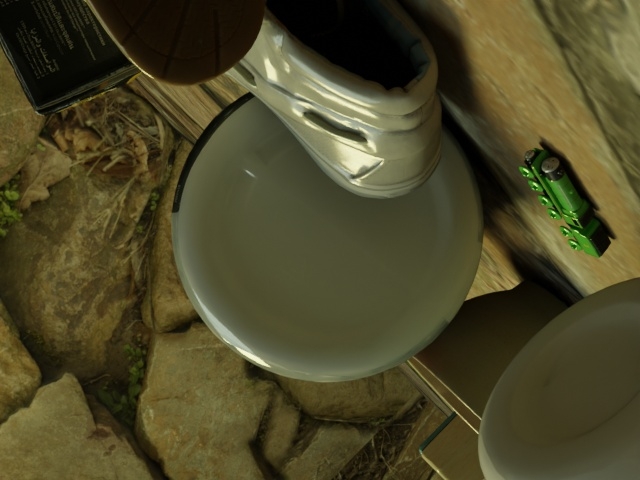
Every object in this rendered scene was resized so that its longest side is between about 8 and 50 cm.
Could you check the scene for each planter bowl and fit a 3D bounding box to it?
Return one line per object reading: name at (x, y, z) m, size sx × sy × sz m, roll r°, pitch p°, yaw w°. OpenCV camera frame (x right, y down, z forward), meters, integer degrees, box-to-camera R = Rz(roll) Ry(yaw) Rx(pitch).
planter bowl at (0.153, 0.099, 0.951) m, size 0.162 × 0.109 × 0.162 m, roll 45°, pitch 177°, yaw 3°

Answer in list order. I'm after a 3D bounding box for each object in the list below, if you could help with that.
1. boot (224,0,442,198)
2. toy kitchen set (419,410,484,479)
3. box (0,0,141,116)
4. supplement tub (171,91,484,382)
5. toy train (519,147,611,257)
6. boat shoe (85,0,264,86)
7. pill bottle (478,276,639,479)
boot at (-0.029, -0.139, 0.692) m, size 0.258 × 0.095 × 0.123 m, roll 41°, pitch 162°, yaw 17°
toy kitchen set at (0.174, 0.209, 1.307) m, size 0.207 × 0.122 × 0.166 m, roll 48°, pitch 175°, yaw -33°
box at (-0.209, -0.234, 0.775) m, size 0.322 × 0.079 × 0.257 m, roll 66°, pitch 170°, yaw -9°
supplement tub at (0.000, 0.000, 0.900) m, size 0.193 × 0.193 × 0.316 m, roll 45°, pitch 177°, yaw 2°
toy train at (0.130, -0.019, 0.663) m, size 0.024 × 0.017 × 0.083 m, roll 26°, pitch 163°, yaw 47°
boat shoe at (-0.126, -0.198, 0.571) m, size 0.089 × 0.105 × 0.285 m, roll 36°, pitch 155°, yaw 59°
pill bottle at (0.212, 0.152, 0.644) m, size 0.264 × 0.146 × 0.146 m, roll 47°, pitch 175°, yaw -19°
